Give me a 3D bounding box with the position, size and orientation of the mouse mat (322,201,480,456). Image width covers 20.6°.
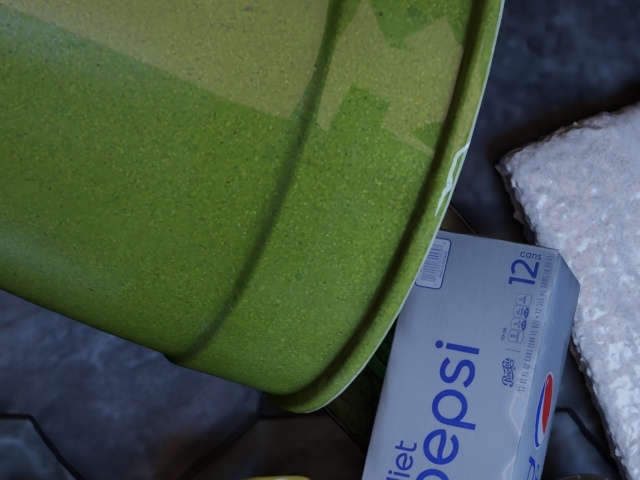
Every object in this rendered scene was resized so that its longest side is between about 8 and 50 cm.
[{"bbox_3d":[0.039,0.037,1.138,0.152,0.007,0.189,-43,98,-5],"label":"mouse mat"}]

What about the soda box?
[{"bbox_3d":[0.079,0.143,1.056,0.091,0.098,0.286,10,79,18],"label":"soda box"}]

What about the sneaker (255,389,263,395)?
[{"bbox_3d":[0.000,0.000,1.087,0.069,0.082,0.209,19,91,-11],"label":"sneaker"}]

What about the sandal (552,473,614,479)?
[{"bbox_3d":[0.096,0.204,1.124,0.219,0.060,0.090,-20,71,4],"label":"sandal"}]

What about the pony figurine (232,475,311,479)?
[{"bbox_3d":[-0.153,0.326,1.012,0.351,0.303,0.363,1,77,-17],"label":"pony figurine"}]

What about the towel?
[{"bbox_3d":[0.246,0.039,1.145,0.187,0.049,0.282,-23,94,-8],"label":"towel"}]

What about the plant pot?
[{"bbox_3d":[-0.138,-0.126,0.904,0.353,0.366,0.366,14,90,-15],"label":"plant pot"}]
